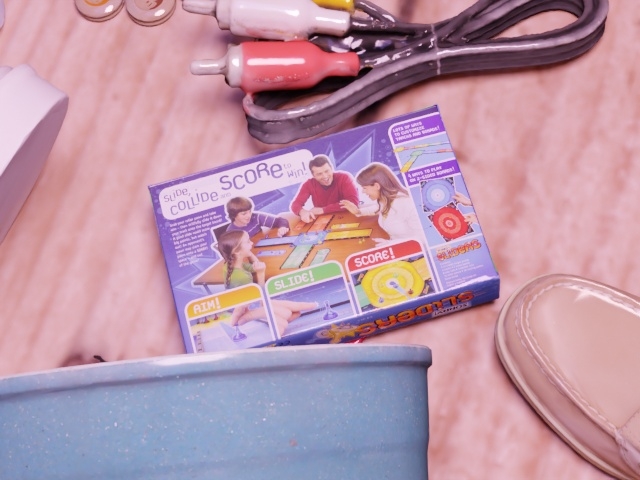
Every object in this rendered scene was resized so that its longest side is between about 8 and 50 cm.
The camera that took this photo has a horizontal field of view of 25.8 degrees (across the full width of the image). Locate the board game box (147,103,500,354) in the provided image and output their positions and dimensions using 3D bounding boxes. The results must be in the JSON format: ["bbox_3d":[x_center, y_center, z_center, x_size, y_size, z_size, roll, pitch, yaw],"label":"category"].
[{"bbox_3d":[0.000,0.000,0.904,0.201,0.035,0.136,-15,62,-1],"label":"board game box"}]

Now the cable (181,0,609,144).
[{"bbox_3d":[0.052,-0.136,0.933,0.287,0.072,0.140,-4,50,6],"label":"cable"}]

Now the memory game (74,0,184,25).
[{"bbox_3d":[-0.129,-0.240,1.035,0.186,0.012,0.186,-2,67,4],"label":"memory game"}]

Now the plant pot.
[{"bbox_3d":[-0.063,0.195,0.724,0.271,0.271,0.255,-6,81,3],"label":"plant pot"}]

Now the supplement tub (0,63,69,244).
[{"bbox_3d":[-0.345,-0.084,0.832,0.331,0.241,0.241,30,72,-5],"label":"supplement tub"}]

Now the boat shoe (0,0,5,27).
[{"bbox_3d":[-0.260,-0.187,1.018,0.035,0.035,0.100,-31,69,22],"label":"boat shoe"}]

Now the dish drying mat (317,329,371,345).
[{"bbox_3d":[-0.007,0.077,0.893,0.083,0.008,0.032,-43,70,-11],"label":"dish drying mat"}]

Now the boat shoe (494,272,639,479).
[{"bbox_3d":[0.233,0.110,0.806,0.302,0.098,0.109,39,76,19],"label":"boat shoe"}]
